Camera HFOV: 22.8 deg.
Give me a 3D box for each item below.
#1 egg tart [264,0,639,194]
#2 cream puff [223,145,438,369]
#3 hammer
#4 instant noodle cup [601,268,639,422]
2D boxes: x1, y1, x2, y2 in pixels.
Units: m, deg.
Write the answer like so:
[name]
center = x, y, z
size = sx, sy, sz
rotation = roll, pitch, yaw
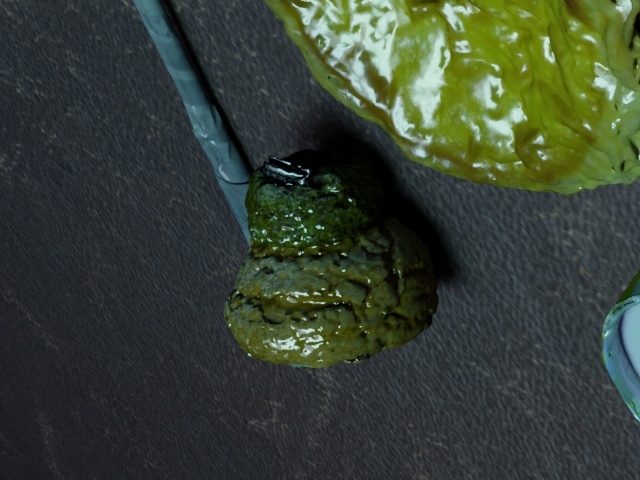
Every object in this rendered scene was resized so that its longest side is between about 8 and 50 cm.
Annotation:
[egg tart]
center = 0.100, -0.170, 0.980
size = 0.341, 0.129, 0.341
rotation = 33, 149, 23
[cream puff]
center = 0.000, 0.000, 1.310
size = 0.183, 0.183, 0.169
rotation = 11, 116, 48
[hammer]
center = -0.106, -0.121, 1.424
size = 0.152, 0.044, 0.427
rotation = 13, 137, 48
[instant noodle cup]
center = 0.279, 0.052, 0.988
size = 0.205, 0.153, 0.205
rotation = 36, 151, 24
